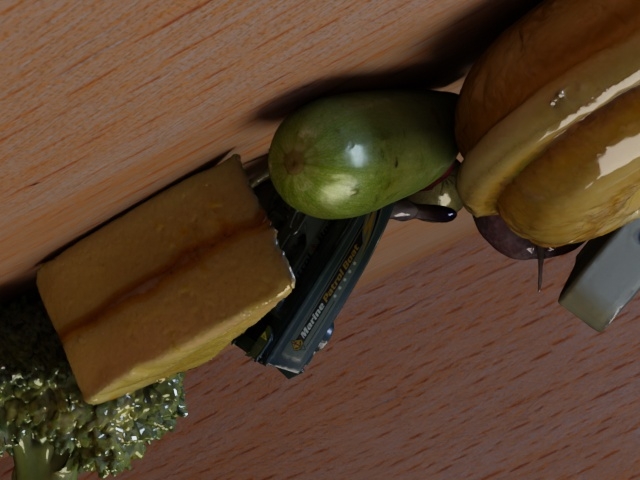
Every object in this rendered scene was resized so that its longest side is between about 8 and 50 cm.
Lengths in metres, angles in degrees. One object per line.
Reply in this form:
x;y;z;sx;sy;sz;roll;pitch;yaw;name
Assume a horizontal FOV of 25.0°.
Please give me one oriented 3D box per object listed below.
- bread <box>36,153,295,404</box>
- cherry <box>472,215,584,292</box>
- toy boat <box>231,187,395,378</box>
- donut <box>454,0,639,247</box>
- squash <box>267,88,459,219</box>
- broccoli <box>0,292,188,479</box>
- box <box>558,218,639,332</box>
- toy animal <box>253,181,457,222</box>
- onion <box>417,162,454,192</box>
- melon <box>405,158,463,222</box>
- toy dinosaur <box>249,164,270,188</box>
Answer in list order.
-0.165;0.040;1.468;0.163;0.167;0.264;-20;169;-31;bread
0.297;-0.081;1.949;0.184;0.266;0.213;20;129;-18;cherry
-0.003;0.000;1.550;0.296;0.122;0.114;-62;-154;-2;toy boat
0.323;-0.157;1.405;0.449;0.198;0.449;-29;168;-7;donut
0.067;-0.094;1.435;0.118;0.118;0.371;-29;176;30;squash
-0.291;0.171;1.644;0.288;0.259;0.235;7;157;-8;broccoli
0.443;-0.054;1.848;0.367;0.090;0.373;-52;171;7;box
-0.028;-0.024;1.668;0.324;0.090;0.195;-12;171;24;toy animal
0.099;-0.098;1.641;0.107;0.097;0.107;6;168;1;onion
0.156;-0.073;1.983;0.098;0.098;0.131;-24;177;-8;melon
-0.024;-0.085;1.506;0.180;0.037;0.058;-24;169;-11;toy dinosaur
